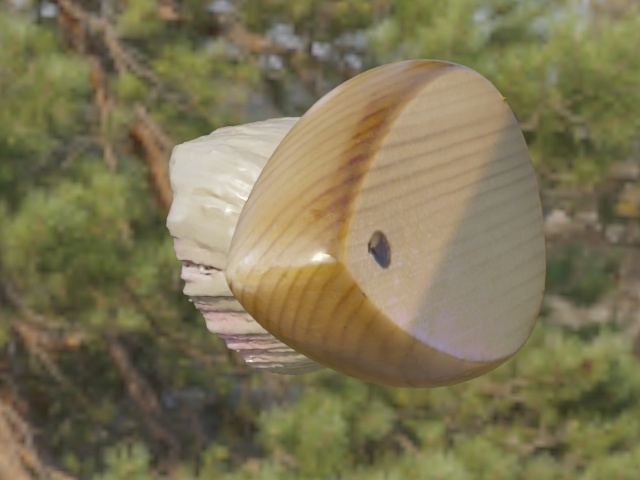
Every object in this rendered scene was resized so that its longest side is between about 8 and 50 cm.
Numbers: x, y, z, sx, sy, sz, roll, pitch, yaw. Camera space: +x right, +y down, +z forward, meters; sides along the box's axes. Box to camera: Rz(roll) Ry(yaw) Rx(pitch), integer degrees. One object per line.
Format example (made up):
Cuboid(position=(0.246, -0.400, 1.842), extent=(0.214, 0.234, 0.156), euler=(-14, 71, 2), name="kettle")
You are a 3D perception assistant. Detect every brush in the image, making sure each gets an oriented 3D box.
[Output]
Cuboid(position=(0.000, 0.000, 0.908), extent=(0.166, 0.174, 0.266), euler=(-8, 2, 27), name="brush")
